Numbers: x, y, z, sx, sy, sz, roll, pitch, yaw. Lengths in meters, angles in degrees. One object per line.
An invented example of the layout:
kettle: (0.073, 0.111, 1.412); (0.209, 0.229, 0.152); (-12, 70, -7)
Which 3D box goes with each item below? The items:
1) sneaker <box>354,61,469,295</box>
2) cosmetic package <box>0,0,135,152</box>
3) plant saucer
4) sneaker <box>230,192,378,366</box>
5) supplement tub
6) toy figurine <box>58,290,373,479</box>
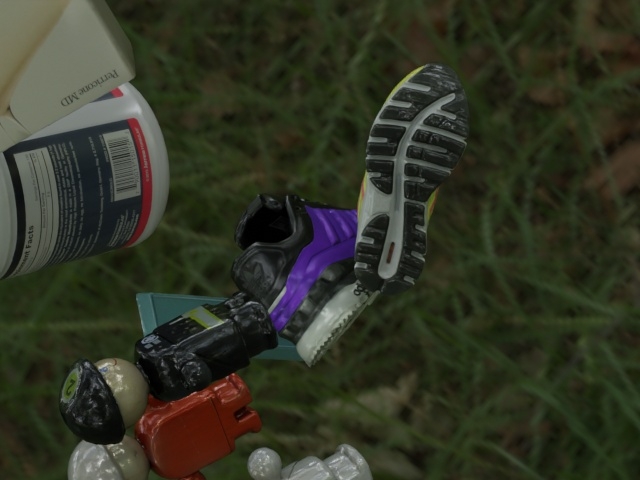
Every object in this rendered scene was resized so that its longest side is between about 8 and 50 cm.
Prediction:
sneaker: (0.071, -0.063, 1.667); (0.094, 0.081, 0.208); (-89, 16, -68)
cosmetic package: (-0.305, -0.246, 1.663); (0.160, 0.309, 0.113); (-30, 22, 3)
plant saucer: (-0.096, 0.086, 1.944); (0.018, 0.192, 0.067); (-40, 54, 43)
sneaker: (0.000, -0.001, 1.802); (0.146, 0.293, 0.102); (37, 115, 4)
supplement tub: (-0.310, -0.061, 1.958); (0.191, 0.272, 0.191); (22, 119, 47)
toy figurine: (-0.073, 0.165, 1.281); (0.148, 0.213, 0.209); (-27, 69, -20)
